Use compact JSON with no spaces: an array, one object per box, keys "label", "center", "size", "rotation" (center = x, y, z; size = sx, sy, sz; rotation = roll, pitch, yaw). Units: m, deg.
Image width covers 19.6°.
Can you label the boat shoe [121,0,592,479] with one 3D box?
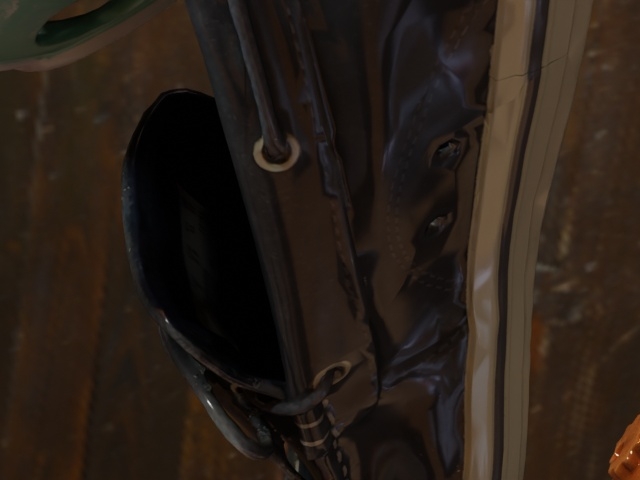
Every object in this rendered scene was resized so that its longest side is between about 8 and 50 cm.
[{"label":"boat shoe","center":[0.000,0.000,0.735],"size":[0.500,0.156,0.187],"rotation":[91,168,-48]}]

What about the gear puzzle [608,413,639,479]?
[{"label":"gear puzzle","center":[0.209,0.153,1.179],"size":[0.044,0.339,0.175],"rotation":[31,140,-2]}]

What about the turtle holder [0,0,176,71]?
[{"label":"turtle holder","center":[-0.121,-0.211,0.747],"size":[0.320,0.227,0.243],"rotation":[-48,45,-10]}]
